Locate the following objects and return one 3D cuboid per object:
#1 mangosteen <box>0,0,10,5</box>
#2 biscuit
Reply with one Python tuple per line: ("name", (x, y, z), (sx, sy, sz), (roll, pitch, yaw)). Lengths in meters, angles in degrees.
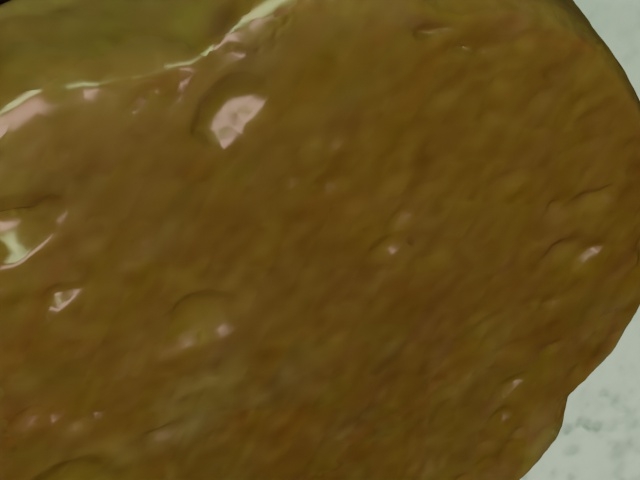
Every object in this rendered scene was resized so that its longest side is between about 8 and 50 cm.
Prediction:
("mangosteen", (-0.101, -0.071, 0.659), (0.180, 0.166, 0.166), (44, 89, 8))
("biscuit", (-0.037, 0.028, 0.614), (0.351, 0.057, 0.312), (-23, 138, -12))
